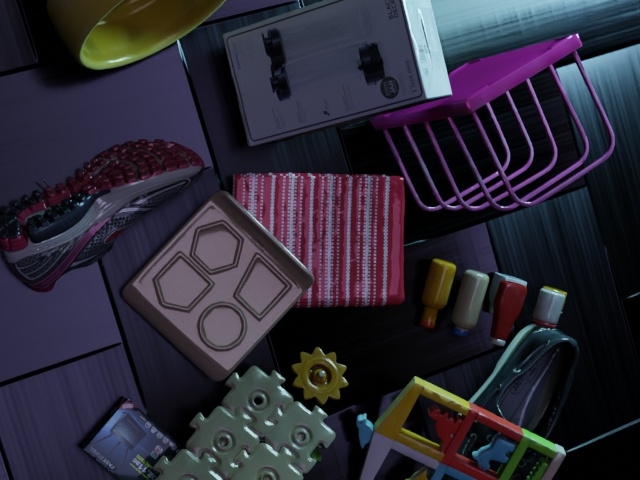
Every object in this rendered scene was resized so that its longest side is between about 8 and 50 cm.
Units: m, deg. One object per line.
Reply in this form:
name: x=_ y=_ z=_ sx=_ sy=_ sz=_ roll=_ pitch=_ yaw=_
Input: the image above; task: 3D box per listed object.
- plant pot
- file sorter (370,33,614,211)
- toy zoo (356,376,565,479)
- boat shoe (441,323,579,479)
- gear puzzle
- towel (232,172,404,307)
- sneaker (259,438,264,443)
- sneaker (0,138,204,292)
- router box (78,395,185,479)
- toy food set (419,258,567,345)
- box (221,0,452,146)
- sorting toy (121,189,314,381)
plant pot: x=-0.268 y=-0.392 z=1.523 sx=0.254 sy=0.254 sz=0.239 roll=-30 pitch=84 yaw=-19
file sorter: x=0.250 y=-0.153 z=1.682 sx=0.202 sy=0.291 sz=0.182 roll=-31 pitch=102 yaw=-19
toy zoo: x=0.185 y=0.327 z=1.714 sx=0.293 sy=0.030 sz=0.192 roll=27 pitch=103 yaw=-4
boat shoe: x=0.297 y=0.282 z=1.777 sx=0.127 sy=0.113 sz=0.340 roll=41 pitch=75 yaw=-16
gear puzzle: x=-0.085 y=0.277 z=1.639 sx=0.175 sy=0.044 sz=0.339 roll=40 pitch=62 yaw=3
towel: x=0.000 y=0.000 z=1.717 sx=0.275 sy=0.031 sz=0.198 roll=0 pitch=90 yaw=-19
sneaker: x=-0.060 y=0.295 z=1.679 sx=0.119 sy=0.047 sz=0.057 roll=6 pitch=75 yaw=-22
sneaker: x=-0.291 y=-0.043 z=1.572 sx=0.299 sy=0.121 sz=0.112 roll=-29 pitch=128 yaw=-20
router box: x=-0.257 y=0.288 z=1.602 sx=0.122 sy=0.038 sz=0.092 roll=44 pitch=75 yaw=-14
toy food set: x=0.273 y=0.108 z=1.779 sx=0.232 sy=0.111 sz=0.104 roll=14 pitch=95 yaw=-21
box: x=0.019 y=-0.242 z=1.599 sx=0.087 sy=0.290 sz=0.169 roll=-19 pitch=96 yaw=-59
sorting toy: x=-0.143 y=0.064 z=1.640 sx=0.193 sy=0.038 sz=0.208 roll=44 pitch=87 yaw=-10
